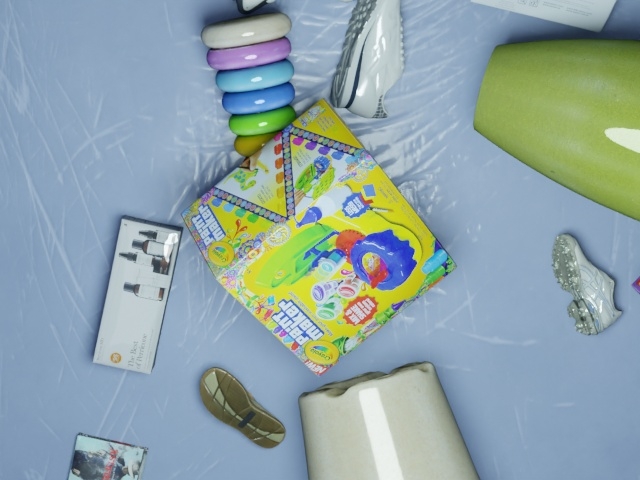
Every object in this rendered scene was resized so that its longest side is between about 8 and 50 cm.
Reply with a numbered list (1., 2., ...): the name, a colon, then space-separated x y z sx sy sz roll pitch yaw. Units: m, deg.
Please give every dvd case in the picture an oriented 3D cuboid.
1. dvd case: -0.352 0.373 1.974 0.119 0.013 0.087 13 97 -4

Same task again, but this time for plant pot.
1. plant pot: 0.392 -0.195 1.812 0.293 0.275 0.275 16 97 13
2. plant pot: 0.109 0.359 1.854 0.333 0.334 0.305 -14 87 0

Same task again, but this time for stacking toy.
1. stacking toy: -0.091 -0.181 1.859 0.141 0.141 0.330 -9 105 0

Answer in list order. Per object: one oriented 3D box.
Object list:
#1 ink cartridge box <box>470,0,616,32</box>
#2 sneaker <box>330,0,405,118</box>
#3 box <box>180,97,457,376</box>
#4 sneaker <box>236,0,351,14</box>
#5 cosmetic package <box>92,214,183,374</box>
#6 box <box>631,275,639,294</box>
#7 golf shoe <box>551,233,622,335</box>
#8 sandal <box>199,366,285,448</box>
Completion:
1. ink cartridge box: 0.363 -0.437 1.799 0.223 0.045 0.224 12 134 -8
2. sneaker: 0.092 -0.309 1.866 0.095 0.090 0.235 15 101 -17
3. box: 0.000 0.000 1.788 0.279 0.177 0.290 -39 132 4
4. sneaker: -0.064 -0.405 1.845 0.235 0.153 0.094 9 65 -38
5. cosmetic package: -0.293 0.087 1.913 0.099 0.060 0.239 12 97 -2
6. box: 0.649 0.021 1.883 0.293 0.057 0.201 -48 128 5
7. golf shoe: 0.435 0.063 1.937 0.086 0.069 0.176 -23 101 -19
8. sandal: -0.130 0.272 1.953 0.072 0.049 0.180 -43 111 10
